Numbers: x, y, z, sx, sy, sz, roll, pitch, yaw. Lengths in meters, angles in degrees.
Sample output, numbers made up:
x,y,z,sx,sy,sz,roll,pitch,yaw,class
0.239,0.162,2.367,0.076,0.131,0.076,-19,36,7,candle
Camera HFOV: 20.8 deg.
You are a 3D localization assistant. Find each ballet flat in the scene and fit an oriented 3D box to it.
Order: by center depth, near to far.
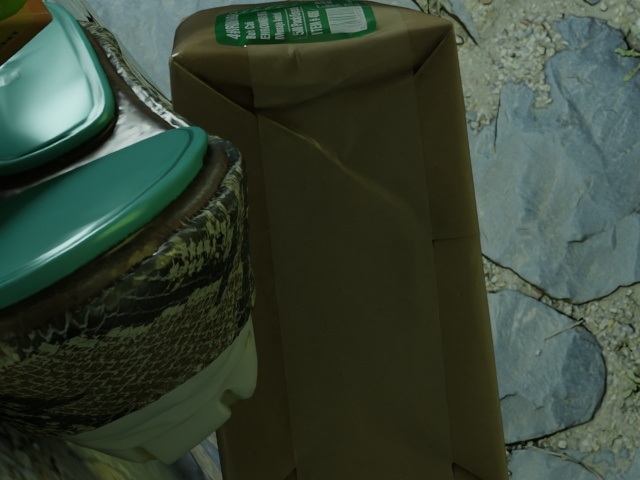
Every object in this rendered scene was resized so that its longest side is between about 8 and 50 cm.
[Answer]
x,y,z,sx,sy,sz,roll,pitch,yaw,class
-0.111,0.008,0.886,0.182,0.164,0.483,66,-5,-22,ballet flat

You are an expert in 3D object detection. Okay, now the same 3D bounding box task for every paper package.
x,y,z,sx,sy,sz,roll,pitch,yaw,class
0.000,0.000,1.132,0.325,0.168,0.309,-110,-169,-79,paper package

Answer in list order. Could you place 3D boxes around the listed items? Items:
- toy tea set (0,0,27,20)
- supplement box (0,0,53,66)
x,y,z,sx,sy,sz,roll,pitch,yaw,class
-0.062,0.038,0.243,0.200,0.124,0.336,86,-9,-53,toy tea set
-0.215,-0.104,0.786,0.080,0.078,0.233,55,19,5,supplement box
